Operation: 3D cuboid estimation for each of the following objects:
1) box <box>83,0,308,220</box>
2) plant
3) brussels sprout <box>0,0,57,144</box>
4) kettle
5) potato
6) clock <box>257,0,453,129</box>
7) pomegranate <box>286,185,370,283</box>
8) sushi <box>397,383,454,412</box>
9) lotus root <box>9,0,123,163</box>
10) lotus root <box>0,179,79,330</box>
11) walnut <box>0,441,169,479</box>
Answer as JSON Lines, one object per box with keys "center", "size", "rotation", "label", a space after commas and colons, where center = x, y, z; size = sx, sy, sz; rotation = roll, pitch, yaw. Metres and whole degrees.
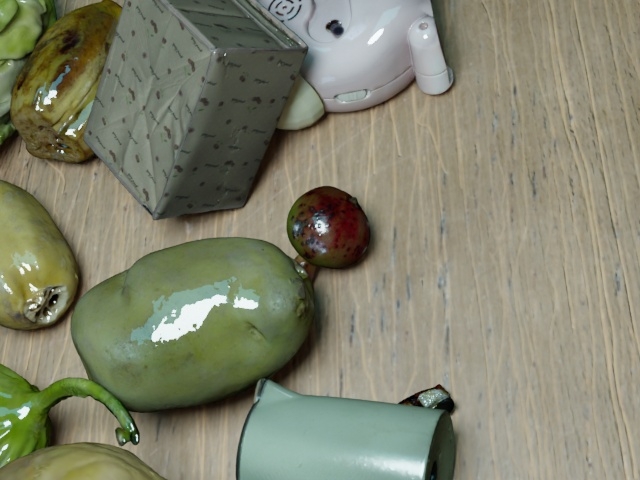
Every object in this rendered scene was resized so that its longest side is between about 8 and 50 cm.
{"center": [-0.193, -0.215, 1.366], "size": [0.190, 0.297, 0.225], "rotation": [-12, 48, -44], "label": "box"}
{"center": [-0.374, 0.238, 1.251], "size": [0.333, 0.180, 0.251], "rotation": [-27, 66, 13], "label": "plant"}
{"center": [-0.621, -0.312, 1.569], "size": [0.315, 0.276, 0.371], "rotation": [2, 61, 15], "label": "brussels sprout"}
{"center": [0.026, 0.307, 1.150], "size": [0.255, 0.165, 0.240], "rotation": [4, 93, 18], "label": "kettle"}
{"center": [-0.167, 0.111, 1.247], "size": [0.326, 0.243, 0.221], "rotation": [-21, 86, -5], "label": "potato"}
{"center": [0.027, -0.352, 1.482], "size": [0.326, 0.184, 0.342], "rotation": [-13, 56, 14], "label": "clock"}
{"center": [-0.002, -0.003, 1.327], "size": [0.159, 0.129, 0.129], "rotation": [-46, 61, -10], "label": "pomegranate"}
{"center": [0.137, 0.226, 1.227], "size": [0.083, 0.044, 0.046], "rotation": [-29, 38, -3], "label": "sushi"}
{"center": [-0.390, -0.272, 1.543], "size": [0.193, 0.193, 0.291], "rotation": [12, 65, 21], "label": "lotus root"}
{"center": [-0.503, 0.005, 1.449], "size": [0.169, 0.151, 0.343], "rotation": [-30, 54, -19], "label": "lotus root"}
{"center": [-0.265, 0.411, 0.990], "size": [0.381, 0.381, 0.381], "rotation": [-6, 62, 12], "label": "walnut"}
